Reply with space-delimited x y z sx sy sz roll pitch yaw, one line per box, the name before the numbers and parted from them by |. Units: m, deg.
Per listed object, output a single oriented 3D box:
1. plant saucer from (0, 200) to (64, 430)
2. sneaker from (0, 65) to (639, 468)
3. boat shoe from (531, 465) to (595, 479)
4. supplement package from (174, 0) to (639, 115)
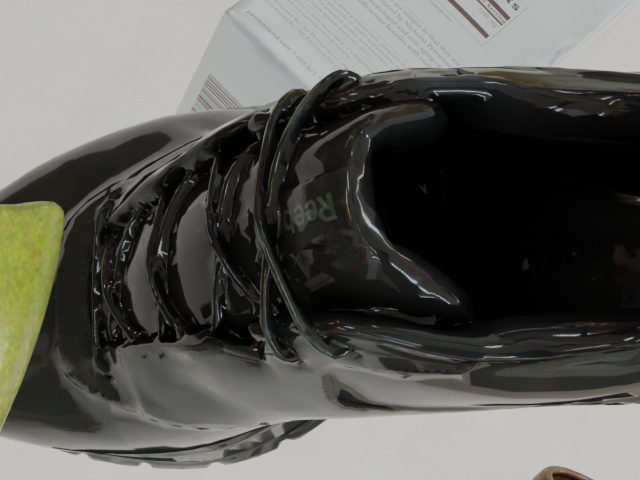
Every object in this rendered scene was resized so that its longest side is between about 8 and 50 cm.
plant saucer | -0.157 0.071 0.310 0.188 0.188 0.045 -10 63 -43
sneaker | 0.000 0.000 0.395 0.130 0.286 0.109 14 67 -64
boat shoe | 0.232 0.233 0.852 0.324 0.123 0.116 27 109 13
supplement package | 0.054 -0.104 0.870 0.134 0.139 0.244 45 56 5
